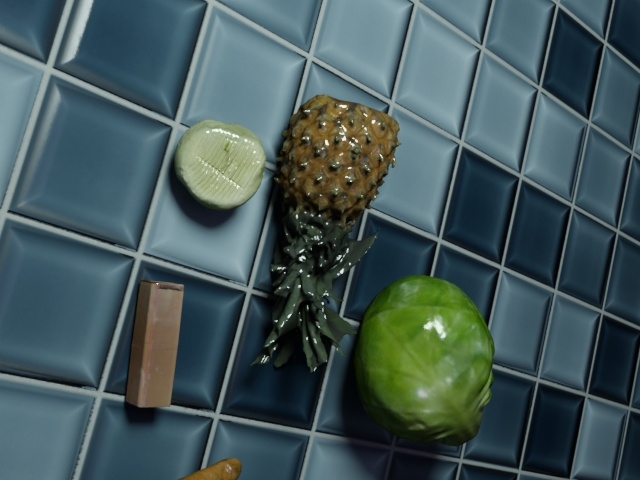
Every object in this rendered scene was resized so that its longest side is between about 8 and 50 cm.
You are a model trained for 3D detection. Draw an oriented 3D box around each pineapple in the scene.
[{"bbox_3d":[0.000,-0.001,1.071,0.165,0.165,0.365,9,95,-39],"label":"pineapple"}]

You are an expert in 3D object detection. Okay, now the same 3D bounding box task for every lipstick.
[{"bbox_3d":[-0.196,0.122,0.965,0.045,0.045,0.146,8,88,-40],"label":"lipstick"}]

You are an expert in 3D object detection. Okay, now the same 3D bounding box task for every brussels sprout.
[{"bbox_3d":[0.147,0.170,1.145,0.244,0.244,0.244,-2,93,-39],"label":"brussels sprout"}]

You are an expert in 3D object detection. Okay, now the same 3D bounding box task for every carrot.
[{"bbox_3d":[-0.176,0.318,0.989,0.209,0.061,0.061,-23,106,-40],"label":"carrot"}]

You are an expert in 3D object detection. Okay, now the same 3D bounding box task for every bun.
[{"bbox_3d":[-0.125,-0.094,0.999,0.115,0.069,0.115,-3,100,-19],"label":"bun"}]
